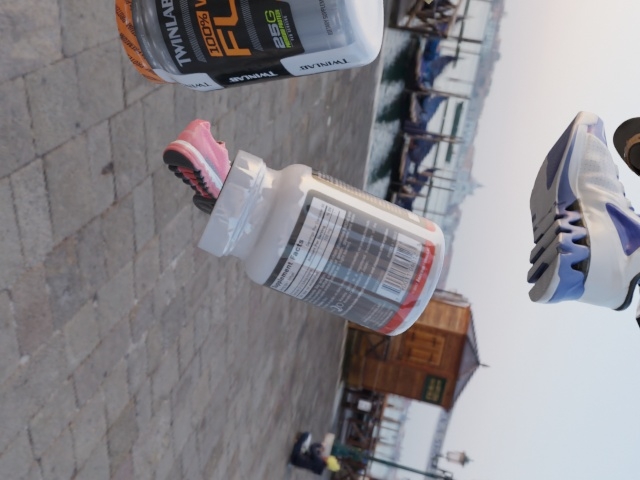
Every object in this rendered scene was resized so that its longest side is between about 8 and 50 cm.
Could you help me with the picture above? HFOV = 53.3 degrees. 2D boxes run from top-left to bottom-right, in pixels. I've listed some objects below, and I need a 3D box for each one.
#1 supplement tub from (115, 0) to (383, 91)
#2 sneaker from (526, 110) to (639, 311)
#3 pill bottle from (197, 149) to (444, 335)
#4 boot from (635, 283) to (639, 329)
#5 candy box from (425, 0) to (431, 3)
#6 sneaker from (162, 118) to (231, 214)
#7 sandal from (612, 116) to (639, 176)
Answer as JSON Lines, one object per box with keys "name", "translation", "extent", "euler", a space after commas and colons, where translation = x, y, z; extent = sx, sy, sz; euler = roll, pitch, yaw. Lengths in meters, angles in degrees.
{"name": "supplement tub", "translation": [-0.090, -0.302, 0.827], "extent": [0.193, 0.315, 0.194], "euler": [-5, 90, -70]}
{"name": "sneaker", "translation": [0.410, -0.021, 0.926], "extent": [0.127, 0.182, 0.316], "euler": [109, -2, -59]}
{"name": "pill bottle", "translation": [0.000, 0.000, 1.050], "extent": [0.210, 0.362, 0.210], "euler": [-157, -90, -80]}
{"name": "boot", "translation": [0.894, 0.086, 1.445], "extent": [0.367, 0.146, 0.445], "euler": [-42, 166, 25]}
{"name": "candy box", "translation": [0.242, -0.633, 1.464], "extent": [0.053, 0.109, 0.187], "euler": [-40, -161, 43]}
{"name": "sneaker", "translation": [-0.242, -0.158, 1.490], "extent": [0.136, 0.115, 0.314], "euler": [-65, 156, -22]}
{"name": "sandal", "translation": [0.526, -0.128, 1.023], "extent": [0.219, 0.060, 0.090], "euler": [-94, -154, -43]}
